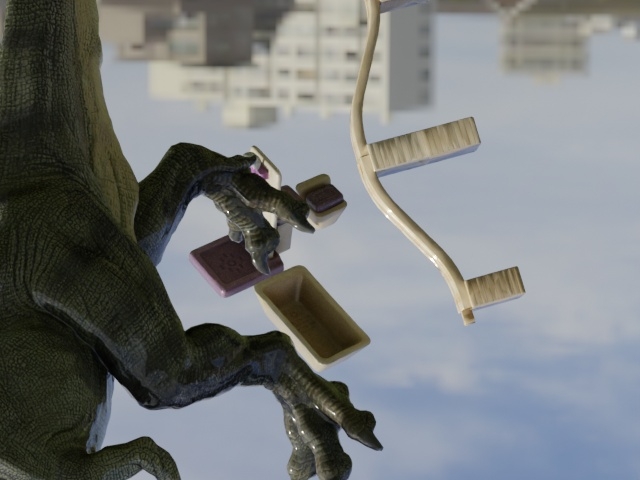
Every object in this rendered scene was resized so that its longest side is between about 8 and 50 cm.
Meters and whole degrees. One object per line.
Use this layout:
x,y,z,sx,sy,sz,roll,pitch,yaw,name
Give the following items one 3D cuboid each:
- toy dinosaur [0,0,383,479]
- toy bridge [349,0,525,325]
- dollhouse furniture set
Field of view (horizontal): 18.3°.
-0.051,0.011,0.507,0.118,0.268,0.064,14,152,-33,toy dinosaur
0.050,-0.046,1.024,0.063,0.188,0.026,-15,172,-6,toy bridge
0.000,0.000,1.030,0.091,0.081,0.114,-24,-127,-27,dollhouse furniture set
